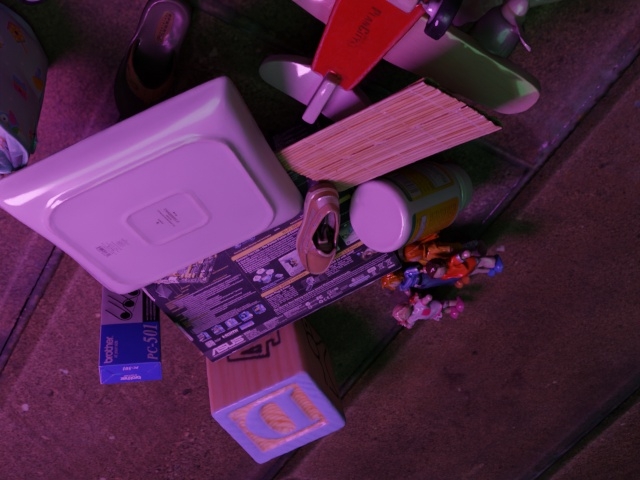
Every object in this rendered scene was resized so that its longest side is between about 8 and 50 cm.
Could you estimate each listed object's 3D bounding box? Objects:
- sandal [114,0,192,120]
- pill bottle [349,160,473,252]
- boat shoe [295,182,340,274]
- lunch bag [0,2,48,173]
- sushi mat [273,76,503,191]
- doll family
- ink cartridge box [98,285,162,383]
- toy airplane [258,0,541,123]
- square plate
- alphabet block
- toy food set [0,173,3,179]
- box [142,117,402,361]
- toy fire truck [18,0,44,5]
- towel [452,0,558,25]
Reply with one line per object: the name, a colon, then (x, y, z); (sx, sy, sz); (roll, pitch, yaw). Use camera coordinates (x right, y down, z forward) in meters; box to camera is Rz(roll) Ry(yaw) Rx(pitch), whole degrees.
sandal: (-0.235, -0.244, 1.143); (0.090, 0.060, 0.219); (15, 124, -23)
pill bottle: (0.153, -0.062, 1.296); (0.208, 0.117, 0.117); (-22, 143, -44)
boat shoe: (0.000, 0.000, 1.257); (0.068, 0.072, 0.190); (-11, 140, -10)
lunch bag: (-0.474, -0.213, 1.010); (0.262, 0.223, 0.160); (28, 124, -33)
sushi mat: (0.079, -0.136, 1.105); (0.151, 0.019, 0.316); (23, 152, -36)
doll family: (0.201, 0.057, 1.476); (0.163, 0.118, 0.263); (-1, 148, -20)
ink cartridge box: (-0.318, 0.146, 1.352); (0.097, 0.207, 0.046); (-2, 129, -10)
toy airplane: (0.077, -0.317, 1.054); (0.384, 0.272, 0.386); (7, 151, 33)
square plate: (-0.217, -0.046, 1.125); (0.344, 0.049, 0.347); (-25, 150, 5)
alphabet block: (-0.087, 0.260, 1.506); (0.193, 0.197, 0.192); (-25, 129, 8)
toy food set: (-0.641, -0.112, 1.127); (0.220, 0.092, 0.306); (-41, 124, 15)
box: (-0.102, 0.011, 1.363); (0.395, 0.097, 0.318); (-28, 131, 10)
toy fire truck: (-0.276, -0.404, 0.936); (0.246, 0.158, 0.217); (-31, 164, -16)
towel: (0.315, -0.475, 1.082); (0.317, 0.053, 0.332); (-13, 130, -2)
